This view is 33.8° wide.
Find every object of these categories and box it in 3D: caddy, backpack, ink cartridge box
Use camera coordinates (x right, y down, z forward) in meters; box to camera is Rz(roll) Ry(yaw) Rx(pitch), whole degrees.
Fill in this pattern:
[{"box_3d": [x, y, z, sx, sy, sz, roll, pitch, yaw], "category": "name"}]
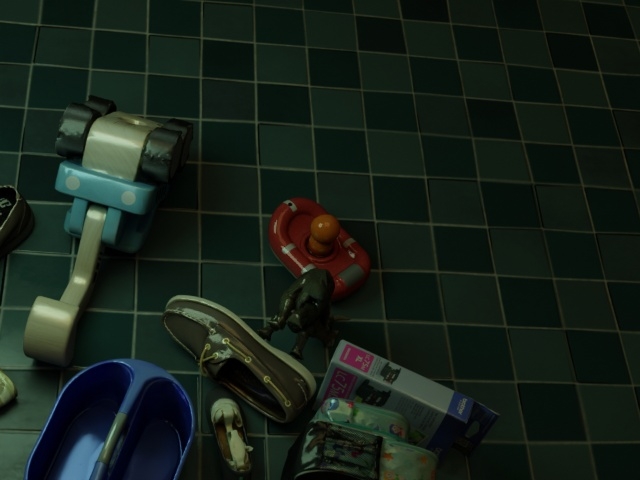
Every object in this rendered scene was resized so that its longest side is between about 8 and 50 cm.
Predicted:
[{"box_3d": [-0.348, 0.363, 1.763, 0.241, 0.179, 0.341, 17, 54, 1], "category": "caddy"}, {"box_3d": [0.074, 0.392, 1.807, 0.253, 0.225, 0.191, 19, 59, -3], "category": "backpack"}, {"box_3d": [0.149, 0.308, 1.902, 0.311, 0.186, 0.065, 22, 51, 3], "category": "ink cartridge box"}]

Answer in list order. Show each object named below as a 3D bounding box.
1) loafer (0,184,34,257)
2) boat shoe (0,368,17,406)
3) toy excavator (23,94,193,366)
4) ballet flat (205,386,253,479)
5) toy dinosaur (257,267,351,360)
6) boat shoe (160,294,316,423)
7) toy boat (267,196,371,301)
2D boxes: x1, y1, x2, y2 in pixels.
[{"box_3d": [-0.684, 0.016, 1.960, 0.133, 0.130, 0.366, 29, 55, 8], "category": "loafer"}, {"box_3d": [-0.605, 0.234, 1.875, 0.153, 0.056, 0.048, 45, 54, 10], "category": "boat shoe"}, {"box_3d": [-0.418, -0.022, 2.008, 0.222, 0.445, 0.433, 14, 13, -1], "category": "toy excavator"}, {"box_3d": [-0.160, 0.342, 1.884, 0.074, 0.074, 0.203, -6, 57, -16], "category": "ballet flat"}, {"box_3d": [-0.027, 0.114, 1.935, 0.121, 0.314, 0.160, 24, 59, 14], "category": "toy dinosaur"}, {"box_3d": [-0.164, 0.218, 1.936, 0.324, 0.117, 0.097, 34, 41, 5], "category": "boat shoe"}, {"box_3d": [0.000, 0.000, 2.105, 0.151, 0.151, 0.231, -34, 68, -30], "category": "toy boat"}]
